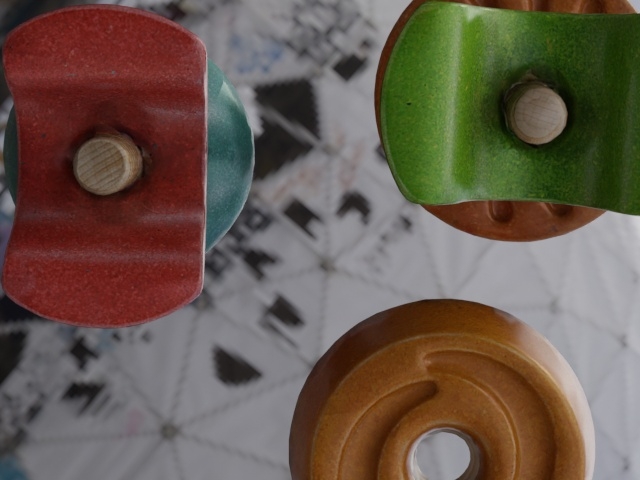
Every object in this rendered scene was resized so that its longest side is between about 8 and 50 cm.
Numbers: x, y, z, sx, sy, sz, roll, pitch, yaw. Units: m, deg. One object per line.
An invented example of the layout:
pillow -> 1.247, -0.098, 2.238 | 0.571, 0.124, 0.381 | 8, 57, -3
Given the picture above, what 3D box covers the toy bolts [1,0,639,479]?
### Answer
toy bolts -> 0.000, 0.000, 0.656 | 0.158, 0.229, 0.218 | -87, -176, -84
